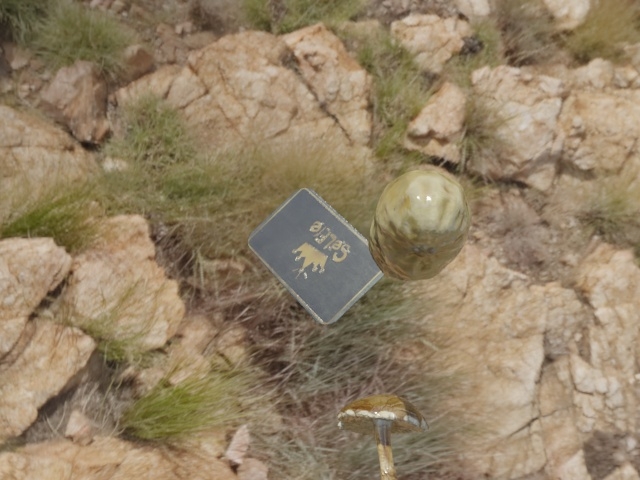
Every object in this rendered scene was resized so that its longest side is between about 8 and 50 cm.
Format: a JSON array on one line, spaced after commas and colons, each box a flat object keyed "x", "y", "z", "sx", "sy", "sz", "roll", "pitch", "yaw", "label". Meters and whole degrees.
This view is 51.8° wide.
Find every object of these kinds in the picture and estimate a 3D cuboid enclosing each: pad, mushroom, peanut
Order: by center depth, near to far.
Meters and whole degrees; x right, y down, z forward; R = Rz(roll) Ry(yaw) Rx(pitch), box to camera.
[{"x": 0.184, "y": -0.014, "z": 1.270, "sx": 0.170, "sy": 0.387, "sz": 0.192, "roll": -4, "pitch": 78, "yaw": -2, "label": "peanut"}, {"x": 0.183, "y": 0.516, "z": 1.637, "sx": 0.208, "sy": 0.233, "sz": 0.301, "roll": -39, "pitch": 57, "yaw": 10, "label": "mushroom"}, {"x": 0.001, "y": 0.000, "z": 1.751, "sx": 0.315, "sy": 0.063, "sz": 0.375, "roll": -44, "pitch": 62, "yaw": -5, "label": "pad"}]
